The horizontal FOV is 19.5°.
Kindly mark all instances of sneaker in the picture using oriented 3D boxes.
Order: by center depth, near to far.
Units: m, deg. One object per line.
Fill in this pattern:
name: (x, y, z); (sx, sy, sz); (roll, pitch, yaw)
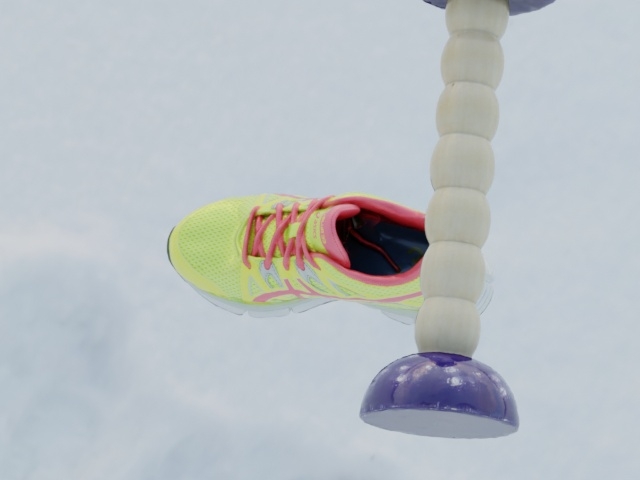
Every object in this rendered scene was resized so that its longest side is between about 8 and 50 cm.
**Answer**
sneaker: (0.000, 0.000, 1.148); (0.209, 0.094, 0.081); (3, 70, 16)

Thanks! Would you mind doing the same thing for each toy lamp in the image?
toy lamp: (0.068, -0.050, 0.846); (0.080, 0.080, 0.274); (9, 75, -15)
